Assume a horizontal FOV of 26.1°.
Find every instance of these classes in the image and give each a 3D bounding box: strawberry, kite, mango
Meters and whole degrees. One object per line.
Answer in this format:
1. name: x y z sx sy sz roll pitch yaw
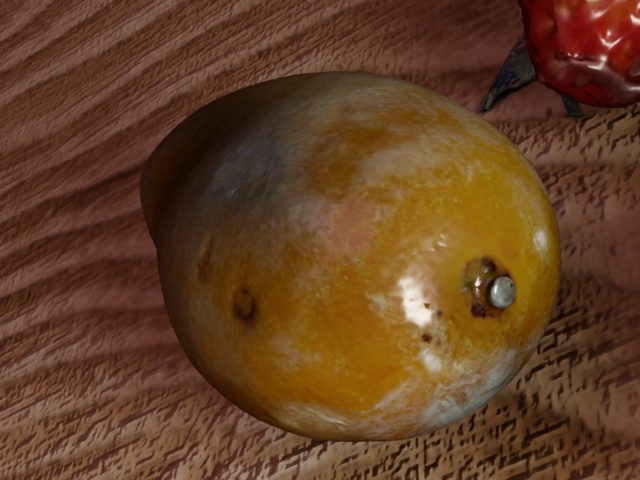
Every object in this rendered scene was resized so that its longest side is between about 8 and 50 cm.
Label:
1. strawberry: 0.200 -0.198 0.858 0.205 0.205 0.244 1 65 49
2. kite: 0.168 -0.129 0.977 0.139 0.011 0.157 -33 33 21
3. mango: 0.000 0.000 0.836 0.221 0.199 0.384 -52 31 -9
